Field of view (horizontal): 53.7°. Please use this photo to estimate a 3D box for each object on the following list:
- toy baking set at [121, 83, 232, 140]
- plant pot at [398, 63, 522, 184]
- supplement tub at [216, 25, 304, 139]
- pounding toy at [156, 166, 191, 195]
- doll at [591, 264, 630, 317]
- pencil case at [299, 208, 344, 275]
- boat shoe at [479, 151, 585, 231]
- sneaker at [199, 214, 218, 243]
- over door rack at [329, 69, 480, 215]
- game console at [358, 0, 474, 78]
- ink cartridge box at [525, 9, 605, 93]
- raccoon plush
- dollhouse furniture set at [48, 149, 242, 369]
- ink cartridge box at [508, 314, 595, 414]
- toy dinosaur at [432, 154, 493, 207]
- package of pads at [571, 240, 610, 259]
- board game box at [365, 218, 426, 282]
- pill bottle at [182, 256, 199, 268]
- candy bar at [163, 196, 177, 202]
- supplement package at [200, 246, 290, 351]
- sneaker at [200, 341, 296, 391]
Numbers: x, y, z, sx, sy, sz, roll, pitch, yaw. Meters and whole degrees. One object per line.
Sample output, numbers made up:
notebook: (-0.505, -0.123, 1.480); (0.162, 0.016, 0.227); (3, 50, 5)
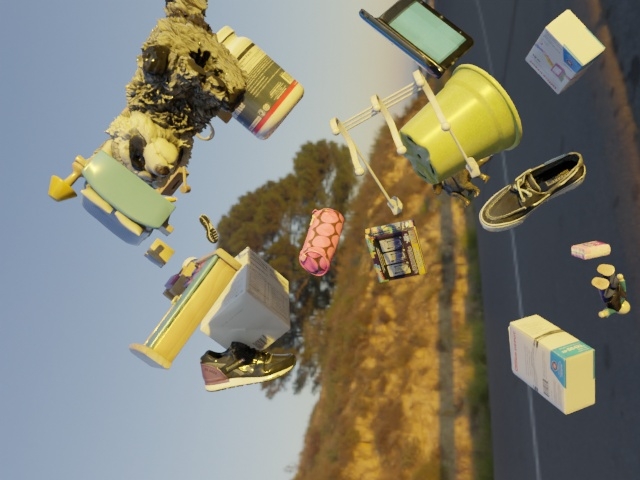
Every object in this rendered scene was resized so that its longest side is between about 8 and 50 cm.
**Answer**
toy baking set: (-0.359, -0.324, 1.570); (0.030, 0.256, 0.196); (27, 138, 63)
plant pot: (0.361, -0.294, 1.733); (0.276, 0.254, 0.276); (52, 172, 10)
supplement tub: (-0.198, -0.424, 1.713); (0.191, 0.272, 0.191); (-48, 10, 12)
pounding toy: (-0.574, -0.257, 2.509); (0.181, 0.206, 0.094); (-47, -16, 16)
doll: (0.731, 0.136, 1.584); (0.189, 0.046, 0.129); (39, -106, -41)
pencil case: (0.000, 0.000, 1.801); (0.095, 0.098, 0.209); (-44, 19, 38)
boat shoe: (0.397, -0.098, 1.205); (0.077, 0.219, 0.070); (62, -169, 29)
sneaker: (-0.379, -0.042, 2.160); (0.044, 0.040, 0.109); (-117, 6, -79)
over door rack: (0.205, -0.203, 1.465); (0.324, 0.239, 0.108); (48, -153, -35)
game console: (0.302, -0.659, 1.957); (0.173, 0.293, 0.250); (-52, -15, 15)
ink cartridge box: (0.405, -0.311, 1.056); (0.088, 0.052, 0.122); (51, 178, 9)
raccoon plush: (-0.310, -0.305, 1.316); (0.299, 0.216, 0.446); (-44, 28, 29)
dollhouse furniture set: (-0.333, 0.039, 1.034); (0.198, 0.303, 0.286); (-56, 15, -22)
ink cartridge box: (0.539, 0.284, 1.480); (0.203, 0.086, 0.148); (-137, 34, -65)
toy dinosaur: (0.519, -0.226, 2.346); (0.121, 0.160, 0.313); (-61, 6, -28)
package of pads: (0.689, 0.025, 1.609); (0.050, 0.083, 0.032); (-145, 50, -63)
board game box: (0.215, 0.031, 1.790); (0.048, 0.141, 0.170); (-88, -18, -53)
pill bottle: (-0.384, 0.102, 2.003); (0.137, 0.078, 0.078); (26, 122, 53)
candy bar: (-0.502, -0.120, 1.853); (0.040, 0.161, 0.018); (169, 98, -64)
supplement package: (-0.232, 0.201, 2.000); (0.198, 0.199, 0.262); (43, -162, -24)
sneaker: (-0.216, 0.354, 1.859); (0.107, 0.283, 0.124); (-106, 3, -83)
